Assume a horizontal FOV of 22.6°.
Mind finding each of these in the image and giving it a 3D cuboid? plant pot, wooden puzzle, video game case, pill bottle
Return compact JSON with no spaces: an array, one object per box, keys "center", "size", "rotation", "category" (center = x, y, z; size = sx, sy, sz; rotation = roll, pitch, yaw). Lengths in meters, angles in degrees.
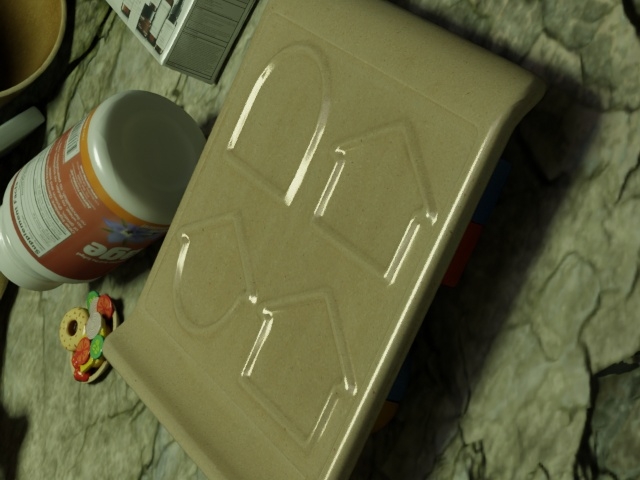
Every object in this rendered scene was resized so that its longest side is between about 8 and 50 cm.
[{"center":[-0.421,-0.207,1.711],"size":[0.254,0.237,0.237],"rotation":[143,134,-58],"category":"plant pot"},{"center":[0.000,0.000,1.150],"size":[0.322,0.080,0.347],"rotation":[38,102,53],"category":"wooden puzzle"},{"center":[-0.397,-0.044,1.635],"size":[0.193,0.023,0.212],"rotation":[-35,5,41],"category":"video game case"},{"center":[-0.199,-0.034,1.393],"size":[0.216,0.121,0.121],"rotation":[-31,52,45],"category":"pill bottle"}]

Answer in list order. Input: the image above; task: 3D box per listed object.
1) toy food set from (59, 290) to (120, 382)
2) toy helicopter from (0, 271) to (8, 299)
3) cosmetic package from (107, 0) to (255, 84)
[{"center":[-0.206,0.086,1.437],"size":[0.082,0.020,0.083],"rotation":[-42,44,36],"category":"toy food set"},{"center":[-0.374,0.167,1.575],"size":[0.235,0.140,0.355],"rotation":[-32,40,54],"category":"toy helicopter"},{"center":[-0.142,-0.238,1.455],"size":[0.099,0.060,0.239],"rotation":[-60,36,14],"category":"cosmetic package"}]
